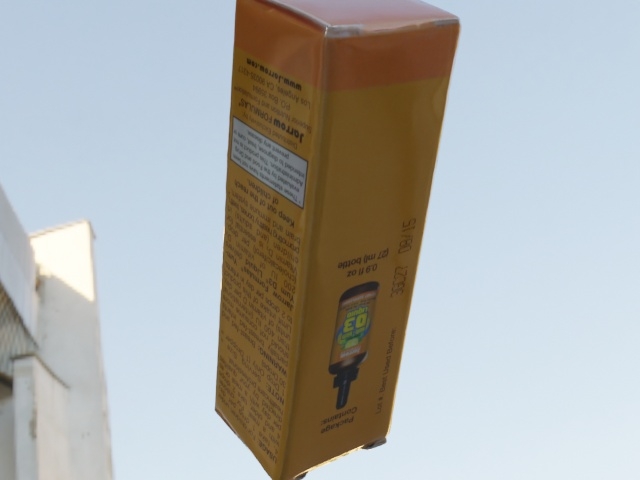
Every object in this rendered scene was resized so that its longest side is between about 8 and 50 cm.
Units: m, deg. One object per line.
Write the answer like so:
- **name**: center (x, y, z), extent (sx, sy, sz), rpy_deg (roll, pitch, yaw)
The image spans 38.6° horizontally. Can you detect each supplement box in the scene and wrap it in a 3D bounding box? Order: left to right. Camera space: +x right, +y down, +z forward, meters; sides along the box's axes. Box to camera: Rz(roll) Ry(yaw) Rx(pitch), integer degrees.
- **supplement box**: center (0.000, 0.000, 0.443), extent (0.078, 0.080, 0.233), rpy_deg (-14, -59, -35)
